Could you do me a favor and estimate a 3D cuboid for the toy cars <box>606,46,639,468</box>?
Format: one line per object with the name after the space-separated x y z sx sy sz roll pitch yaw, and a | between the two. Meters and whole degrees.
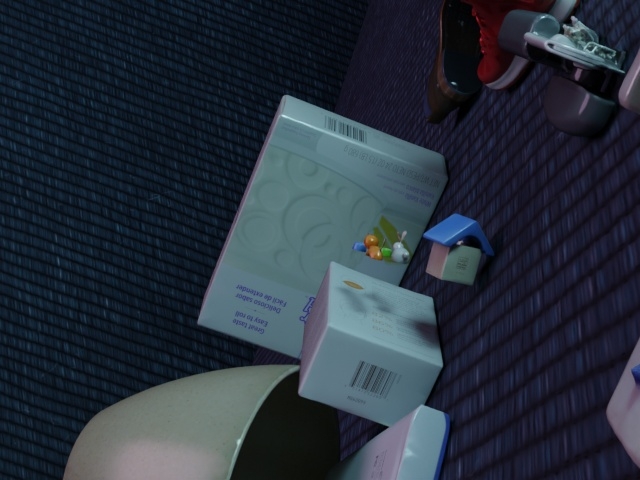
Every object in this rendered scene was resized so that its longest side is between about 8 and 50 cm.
0.199 -0.010 0.601 0.176 0.087 0.393 119 169 -55 | toy cars

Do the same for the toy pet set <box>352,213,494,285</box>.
0.115 -0.001 1.168 0.114 0.122 0.065 27 104 64 | toy pet set

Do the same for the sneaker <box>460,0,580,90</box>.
0.190 -0.254 1.253 0.221 0.128 0.087 125 165 -60 | sneaker

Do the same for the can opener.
0.211 -0.167 1.057 0.280 0.074 0.093 -90 20 -72 | can opener

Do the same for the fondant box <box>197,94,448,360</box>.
0.000 0.000 1.558 0.096 0.238 0.330 -87 18 -65 | fondant box

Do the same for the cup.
-0.146 0.287 1.284 0.331 0.237 0.331 7 -90 -67 | cup

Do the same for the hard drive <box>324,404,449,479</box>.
0.039 0.304 1.159 0.318 0.040 0.210 124 164 -64 | hard drive

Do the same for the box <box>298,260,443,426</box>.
0.053 0.113 1.245 0.170 0.130 0.091 -84 16 -69 | box

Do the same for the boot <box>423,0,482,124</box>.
0.182 -0.265 1.574 0.106 0.082 0.219 126 162 -58 | boot
